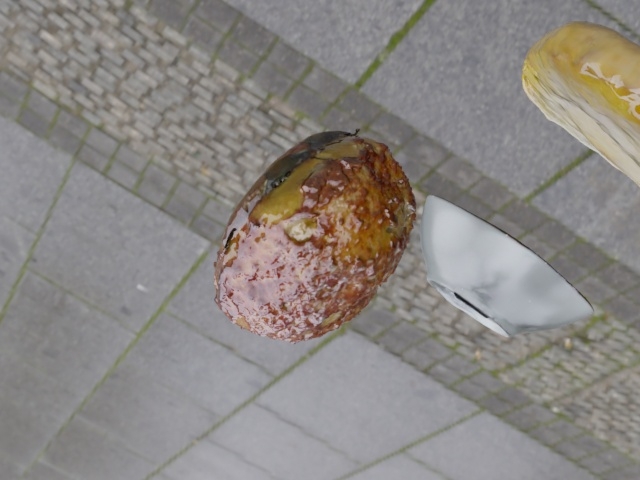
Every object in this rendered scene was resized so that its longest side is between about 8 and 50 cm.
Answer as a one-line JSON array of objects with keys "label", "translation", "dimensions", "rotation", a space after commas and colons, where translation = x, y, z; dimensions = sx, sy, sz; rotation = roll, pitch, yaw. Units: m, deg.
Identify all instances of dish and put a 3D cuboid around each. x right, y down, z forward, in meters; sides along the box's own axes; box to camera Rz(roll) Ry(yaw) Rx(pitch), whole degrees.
[{"label": "dish", "translation": [0.152, 0.039, 0.949], "dimensions": [0.190, 0.066, 0.191], "rotation": [36, 176, 3]}]

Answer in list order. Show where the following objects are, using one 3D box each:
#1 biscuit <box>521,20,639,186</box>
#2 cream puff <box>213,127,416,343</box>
[{"label": "biscuit", "translation": [0.406, -0.103, 1.155], "dimensions": [0.429, 0.104, 0.446], "rotation": [41, -175, 9]}, {"label": "cream puff", "translation": [0.001, 0.000, 1.063], "dimensions": [0.164, 0.240, 0.240], "rotation": [39, 153, 23]}]
